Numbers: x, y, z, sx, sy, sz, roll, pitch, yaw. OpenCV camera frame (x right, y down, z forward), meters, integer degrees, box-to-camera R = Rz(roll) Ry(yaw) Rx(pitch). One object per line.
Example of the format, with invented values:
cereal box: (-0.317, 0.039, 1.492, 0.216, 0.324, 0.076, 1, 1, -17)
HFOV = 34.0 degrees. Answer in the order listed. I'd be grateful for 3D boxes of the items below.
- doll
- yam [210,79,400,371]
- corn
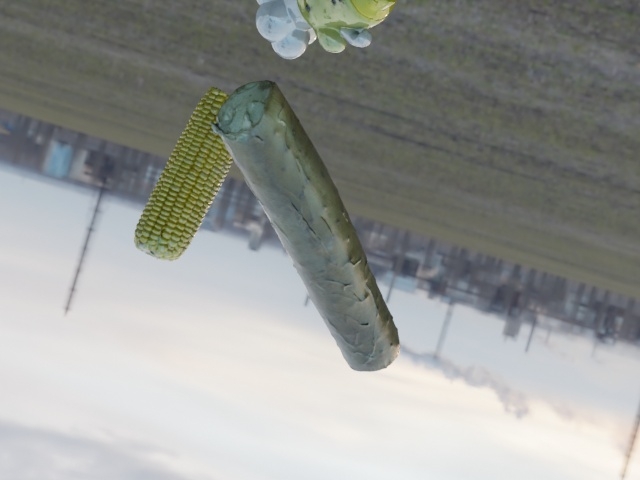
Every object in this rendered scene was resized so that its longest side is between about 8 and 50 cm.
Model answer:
doll: (0.004, -0.201, 0.847, 0.062, 0.106, 0.162, 3, 175, -36)
yam: (0.000, 0.000, 1.087, 0.083, 0.083, 0.372, 16, 145, 44)
corn: (-0.172, -0.088, 1.419, 0.081, 0.248, 0.081, 26, 173, 3)
